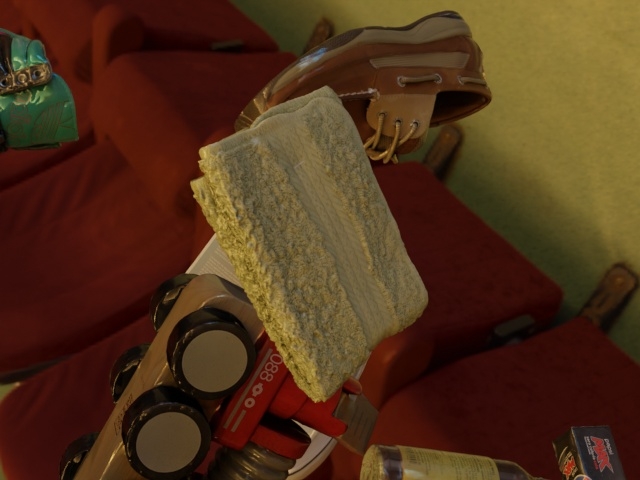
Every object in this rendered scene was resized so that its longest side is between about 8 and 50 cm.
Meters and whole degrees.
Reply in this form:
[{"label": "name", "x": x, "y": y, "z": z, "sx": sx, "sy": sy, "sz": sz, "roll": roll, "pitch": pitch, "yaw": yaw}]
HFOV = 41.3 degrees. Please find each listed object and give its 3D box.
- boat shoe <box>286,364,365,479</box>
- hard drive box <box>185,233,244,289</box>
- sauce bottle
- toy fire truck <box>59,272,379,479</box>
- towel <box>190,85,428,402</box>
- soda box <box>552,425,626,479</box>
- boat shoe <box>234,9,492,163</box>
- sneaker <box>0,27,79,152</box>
[{"label": "boat shoe", "x": 0.007, "y": 0.116, "z": 0.862, "sx": 0.096, "sy": 0.268, "sz": 0.088, "roll": 28, "pitch": 162, "yaw": 19}, {"label": "hard drive box", "x": -0.050, "y": 0.005, "z": 1.057, "sx": 0.089, "sy": 0.181, "sz": 0.232, "roll": 38, "pitch": 91, "yaw": 16}, {"label": "sauce bottle", "x": 0.235, "y": 0.378, "z": 1.274, "sx": 0.111, "sy": 0.344, "sz": 0.112, "roll": -171, "pitch": 90, "yaw": -79}, {"label": "toy fire truck", "x": -0.050, "y": 0.163, "z": 0.655, "sx": 0.217, "sy": 0.246, "sz": 0.158, "roll": -60, "pitch": 22, "yaw": 2}, {"label": "towel", "x": 0.000, "y": 0.000, "z": 0.450, "sx": 0.027, "sy": 0.110, "sz": 0.148, "roll": -6, "pitch": 114, "yaw": 49}, {"label": "soda box", "x": 0.338, "y": 0.314, "z": 1.029, "sx": 0.053, "sy": 0.060, "sz": 0.169, "roll": 115, "pitch": 151, "yaw": -54}, {"label": "boat shoe", "x": 0.067, "y": -0.145, "z": 0.870, "sx": 0.120, "sy": 0.324, "sz": 0.122, "roll": 58, "pitch": 145, "yaw": 8}, {"label": "sneaker", "x": -0.342, "y": -0.111, "z": 0.864, "sx": 0.124, "sy": 0.178, "sz": 0.296, "roll": 105, "pitch": 168, "yaw": -54}]
